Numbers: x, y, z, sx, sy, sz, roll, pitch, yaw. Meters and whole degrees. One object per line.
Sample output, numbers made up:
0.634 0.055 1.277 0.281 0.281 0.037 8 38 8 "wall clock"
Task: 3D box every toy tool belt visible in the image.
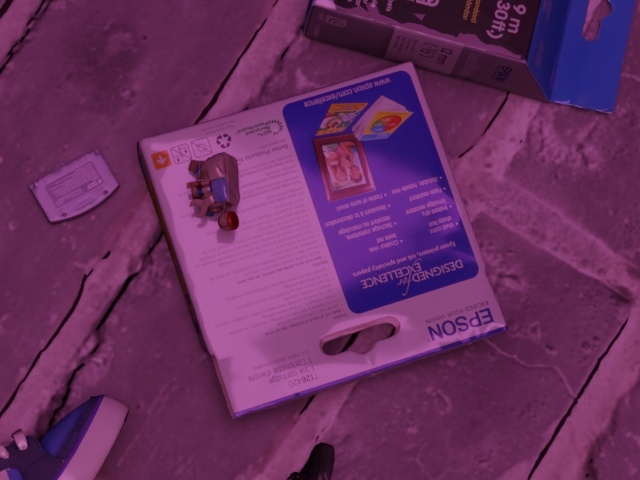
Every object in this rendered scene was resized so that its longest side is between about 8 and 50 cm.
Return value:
-0.109 -0.046 1.846 0.051 0.052 0.083 -12 72 25 "toy tool belt"

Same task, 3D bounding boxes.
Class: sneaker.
-0.363 0.232 1.771 0.236 0.130 0.322 36 81 -1 "sneaker"
-0.051 0.272 1.833 0.089 0.051 0.170 20 79 -5 "sneaker"

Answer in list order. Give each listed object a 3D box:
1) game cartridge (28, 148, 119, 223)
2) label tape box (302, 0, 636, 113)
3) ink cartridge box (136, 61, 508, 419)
-0.255 -0.053 1.911 0.083 0.017 0.056 -29 77 -11 "game cartridge"
0.179 -0.302 1.963 0.348 0.115 0.249 14 76 0 "label tape box"
0.000 0.000 1.898 0.304 0.072 0.307 -17 81 -10 "ink cartridge box"
